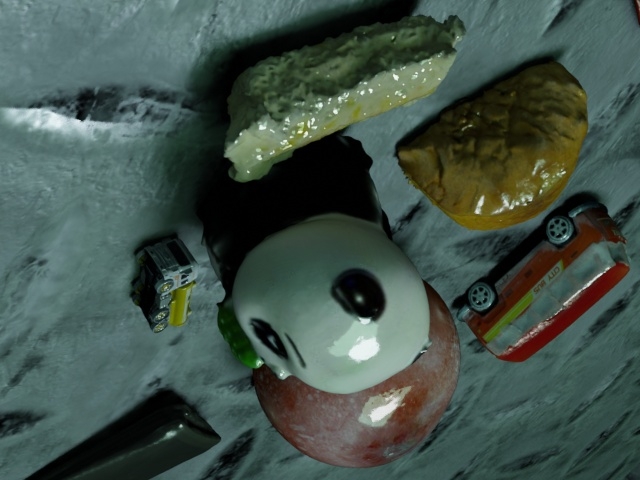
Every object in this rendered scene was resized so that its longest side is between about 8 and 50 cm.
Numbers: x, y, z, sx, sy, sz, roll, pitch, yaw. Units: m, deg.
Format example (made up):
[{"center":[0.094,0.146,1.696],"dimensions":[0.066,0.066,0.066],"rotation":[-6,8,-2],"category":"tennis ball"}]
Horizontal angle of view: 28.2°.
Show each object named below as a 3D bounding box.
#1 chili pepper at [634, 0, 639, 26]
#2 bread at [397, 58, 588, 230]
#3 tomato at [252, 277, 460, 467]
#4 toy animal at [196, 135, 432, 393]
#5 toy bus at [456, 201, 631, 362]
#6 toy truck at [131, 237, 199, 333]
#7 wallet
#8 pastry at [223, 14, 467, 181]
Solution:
[{"center":[0.413,-0.251,1.503],"dimensions":[0.063,0.071,0.272],"rotation":[-3,162,33],"category":"chili pepper"},{"center":[0.218,-0.094,1.481],"dimensions":[0.229,0.139,0.143],"rotation":[-31,160,-1],"category":"bread"},{"center":[0.054,0.168,1.614],"dimensions":[0.270,0.227,0.270],"rotation":[-22,150,-14],"category":"tomato"},{"center":[-0.012,0.040,1.290],"dimensions":[0.212,0.267,0.213],"rotation":[-10,136,-10],"category":"toy animal"},{"center":[0.334,0.065,1.853],"dimensions":[0.265,0.120,0.121],"rotation":[-44,152,20],"category":"toy bus"},{"center":[-0.166,0.049,1.385],"dimensions":[0.062,0.052,0.123],"rotation":[-23,152,-27],"category":"toy truck"},{"center":[-0.261,0.294,1.678],"dimensions":[0.245,0.052,0.168],"rotation":[-27,157,3],"category":"wallet"},{"center":[0.012,-0.143,1.228],"dimensions":[0.258,0.089,0.121],"rotation":[-22,153,-18],"category":"pastry"}]
